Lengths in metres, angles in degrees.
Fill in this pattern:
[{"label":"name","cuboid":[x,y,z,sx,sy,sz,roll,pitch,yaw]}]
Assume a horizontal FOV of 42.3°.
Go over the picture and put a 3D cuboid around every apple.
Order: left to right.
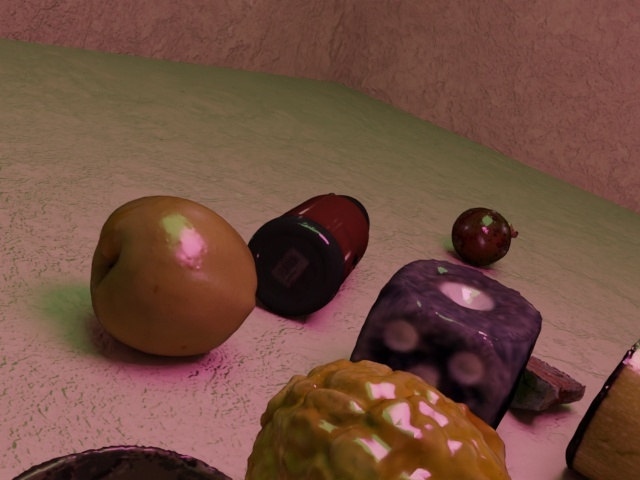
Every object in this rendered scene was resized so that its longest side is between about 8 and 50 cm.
[{"label":"apple","cuboid":[-0.174,0.043,0.958,0.200,0.200,0.200,16,19,-6]}]

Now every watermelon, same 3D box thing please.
[{"label":"watermelon","cuboid":[0.299,0.201,1.131,0.139,0.071,0.187,22,9,-10]}]

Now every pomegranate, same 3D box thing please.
[{"label":"pomegranate","cuboid":[0.327,-0.013,1.659,0.130,0.130,0.130,16,19,-6]}]

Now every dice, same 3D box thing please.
[{"label":"dice","cuboid":[0.145,0.139,0.974,0.181,0.183,0.182,26,21,19]}]

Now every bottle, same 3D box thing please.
[{"label":"bottle","cuboid":[0.000,0.000,1.293,0.144,0.144,0.336,21,19,9]}]

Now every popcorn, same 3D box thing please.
[{"label":"popcorn","cuboid":[0.065,0.216,0.670,0.251,0.206,0.237,22,2,-24]}]

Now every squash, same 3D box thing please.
[{"label":"squash","cuboid":[0.390,0.202,0.964,0.133,0.220,0.220,25,19,30]}]

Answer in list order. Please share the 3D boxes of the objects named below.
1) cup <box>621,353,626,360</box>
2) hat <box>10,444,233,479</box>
[{"label":"cup","cuboid":[0.509,0.210,1.267,0.100,0.077,0.078,24,19,16]},{"label":"hat","cuboid":[-0.146,0.242,0.473,0.265,0.265,0.128,3,-9,-38]}]
